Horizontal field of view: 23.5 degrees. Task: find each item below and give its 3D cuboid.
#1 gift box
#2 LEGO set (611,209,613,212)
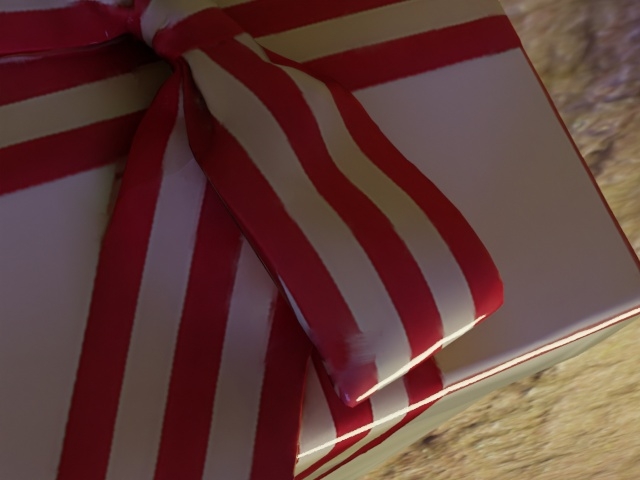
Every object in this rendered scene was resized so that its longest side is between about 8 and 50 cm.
[{"bbox_3d":[-0.085,0.002,0.473,0.276,0.255,0.258,-25,169,-31],"label":"gift box"},{"bbox_3d":[0.000,0.000,0.770,0.287,0.132,0.107,-12,149,10],"label":"LEGO set"}]
